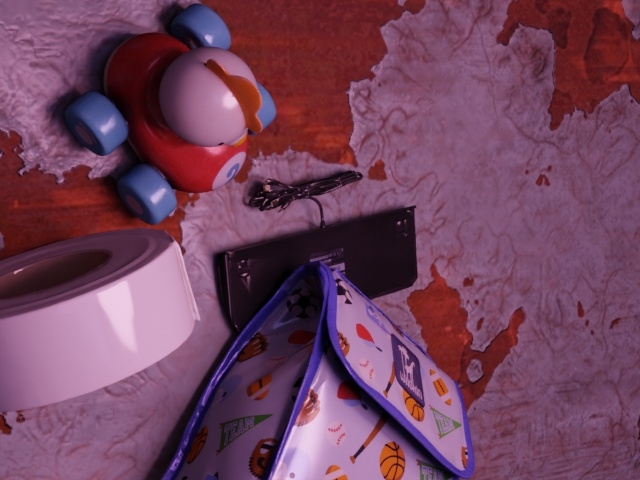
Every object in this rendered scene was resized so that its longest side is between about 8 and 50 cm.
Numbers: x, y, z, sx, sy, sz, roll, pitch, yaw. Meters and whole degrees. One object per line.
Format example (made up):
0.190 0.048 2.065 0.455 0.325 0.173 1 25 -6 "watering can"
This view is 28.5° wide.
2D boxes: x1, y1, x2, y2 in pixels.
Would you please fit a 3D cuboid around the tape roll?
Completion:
-0.279 0.079 1.352 0.286 0.286 0.100 -23 106 -31 "tape roll"

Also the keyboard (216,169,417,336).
0.000 0.000 1.690 0.317 0.033 0.202 -14 109 -34 "keyboard"

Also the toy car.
-0.131 -0.146 1.459 0.219 0.238 0.210 -44 117 -23 "toy car"

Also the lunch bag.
0.019 0.264 1.611 0.328 0.239 0.385 44 58 -33 "lunch bag"
